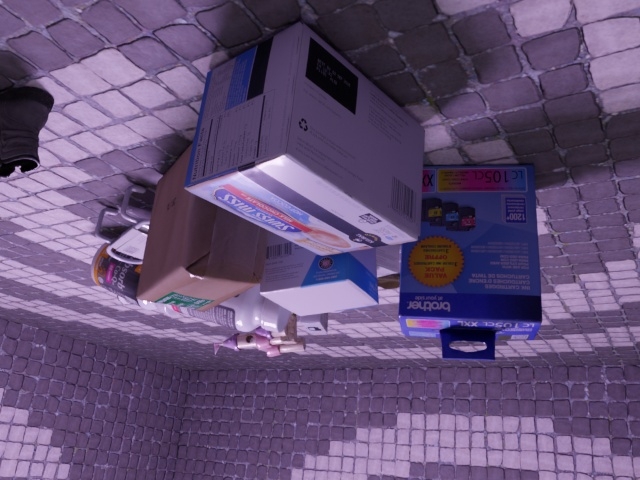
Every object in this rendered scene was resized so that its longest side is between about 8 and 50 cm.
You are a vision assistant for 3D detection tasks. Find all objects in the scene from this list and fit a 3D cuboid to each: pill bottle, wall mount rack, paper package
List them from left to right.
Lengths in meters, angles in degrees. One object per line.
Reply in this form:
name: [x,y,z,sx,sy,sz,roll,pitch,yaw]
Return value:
pill bottle: [-0.514,0.107,1.762,0.278,0.162,0.162,21,165,22]
wall mount rack: [-0.403,-0.023,1.579,0.304,0.131,0.350,23,153,-31]
paper package: [-0.240,-0.029,1.260,0.168,0.310,0.324,17,157,-27]
pill bottle: [-0.238,0.141,1.608,0.318,0.177,0.176,15,161,13]

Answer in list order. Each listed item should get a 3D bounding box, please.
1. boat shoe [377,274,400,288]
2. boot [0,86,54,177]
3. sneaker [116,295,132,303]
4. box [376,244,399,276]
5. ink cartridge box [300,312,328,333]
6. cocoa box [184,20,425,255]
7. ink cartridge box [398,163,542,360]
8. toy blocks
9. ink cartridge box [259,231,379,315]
boat shoe: [0.194,0.121,1.925,0.152,0.048,0.056,3,147,-13]
boot: [-0.617,-0.194,1.124,0.246,0.161,0.083,-3,157,20]
sneaker: [-0.667,0.161,2.139,0.107,0.100,0.271,-1,158,1]
box: [0.148,0.046,1.667,0.101,0.087,0.101,20,155,-35]
ink cartridge box: [-0.019,0.256,2.191,0.072,0.128,0.175,-2,159,10]
cocoa box: [-0.012,-0.143,1.020,0.227,0.232,0.347,-12,153,39]
ink cartridge box: [0.297,0.052,1.223,0.269,0.396,0.151,0,158,12]
toy blocks: [-0.205,0.195,1.853,0.259,0.289,0.309,-5,160,11]
ink cartridge box: [0.000,0.000,1.313,0.198,0.270,0.197,-10,156,21]
